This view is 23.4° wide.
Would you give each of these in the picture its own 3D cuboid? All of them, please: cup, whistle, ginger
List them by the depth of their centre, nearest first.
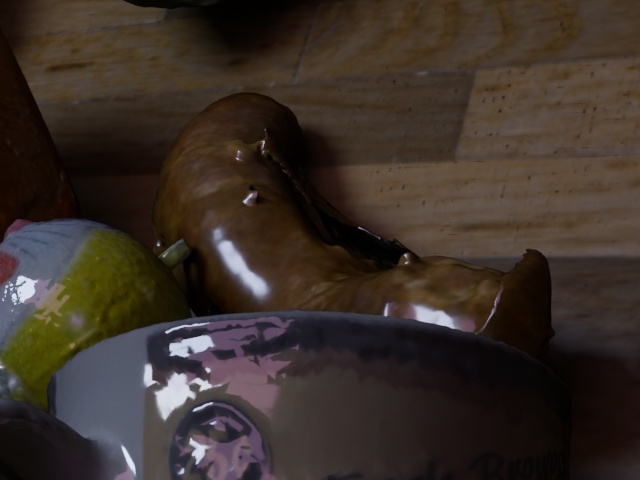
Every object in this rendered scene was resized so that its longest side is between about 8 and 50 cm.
[{"bbox_3d":[-0.035,0.170,0.589,0.227,0.301,0.257,-27,52,43],"label":"cup"},{"bbox_3d":[-0.151,0.065,0.744,0.223,0.123,0.123,-40,45,-20],"label":"whistle"},{"bbox_3d":[-0.005,0.014,0.802,0.309,0.107,0.133,34,94,46],"label":"ginger"}]

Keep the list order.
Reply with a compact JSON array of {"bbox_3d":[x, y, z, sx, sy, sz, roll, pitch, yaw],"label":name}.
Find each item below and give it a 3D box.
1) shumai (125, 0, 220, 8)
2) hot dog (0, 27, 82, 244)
[{"bbox_3d":[-0.125,-0.316,1.019,0.288,0.292,0.330,14,89,45],"label":"shumai"},{"bbox_3d":[-0.255,0.043,0.855,0.185,0.223,0.405,-19,47,50],"label":"hot dog"}]
